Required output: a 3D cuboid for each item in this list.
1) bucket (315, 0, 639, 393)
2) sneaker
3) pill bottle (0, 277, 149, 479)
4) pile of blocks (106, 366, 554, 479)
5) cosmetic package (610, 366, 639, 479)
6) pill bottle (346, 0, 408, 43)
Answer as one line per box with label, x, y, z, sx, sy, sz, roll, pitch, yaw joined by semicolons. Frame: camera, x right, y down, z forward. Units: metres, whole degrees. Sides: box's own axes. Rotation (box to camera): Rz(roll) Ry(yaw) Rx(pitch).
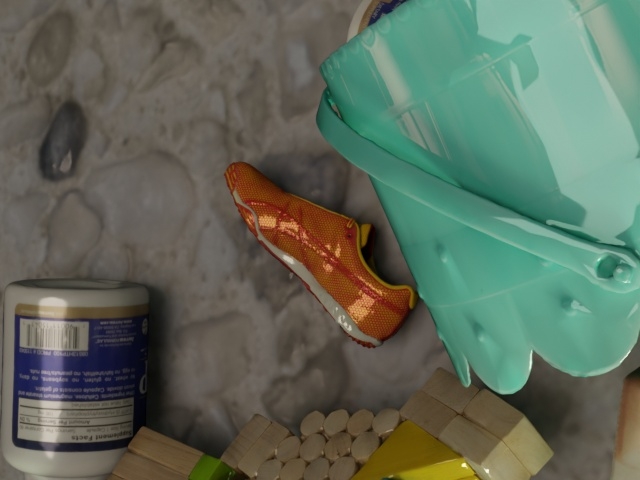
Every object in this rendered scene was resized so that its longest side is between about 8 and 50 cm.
bucket;0.143;-0.065;0.600;0.281;0.281;0.183;-27;93;28
sneaker;0.000;0.000;0.839;0.175;0.064;0.067;44;92;17
pill bottle;-0.191;0.126;0.914;0.112;0.112;0.186;4;93;30
pile of blocks;-0.004;0.195;0.797;0.362;0.112;0.149;-16;41;32
cosmetic package;0.310;0.146;0.601;0.296;0.153;0.129;9;97;29
pill bottle;0.083;-0.122;0.774;0.120;0.067;0.067;19;101;28
